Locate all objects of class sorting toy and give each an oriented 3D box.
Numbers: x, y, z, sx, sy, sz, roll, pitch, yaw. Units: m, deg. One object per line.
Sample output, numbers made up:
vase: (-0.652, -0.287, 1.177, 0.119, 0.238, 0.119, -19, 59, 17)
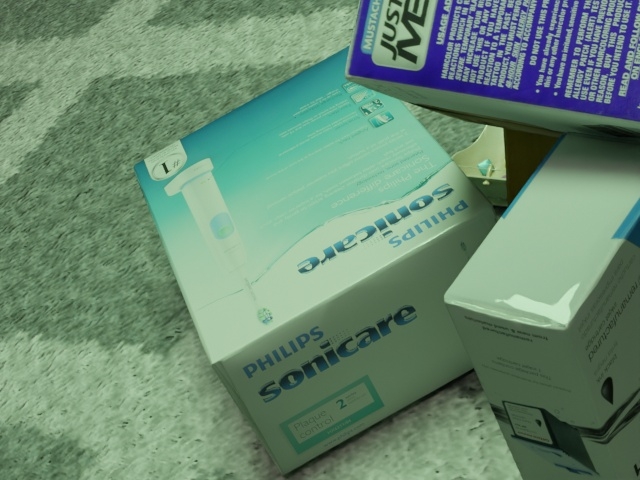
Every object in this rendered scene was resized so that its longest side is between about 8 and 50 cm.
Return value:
sorting toy: (0.150, -0.067, 0.967, 0.083, 0.045, 0.075, 9, 72, 41)

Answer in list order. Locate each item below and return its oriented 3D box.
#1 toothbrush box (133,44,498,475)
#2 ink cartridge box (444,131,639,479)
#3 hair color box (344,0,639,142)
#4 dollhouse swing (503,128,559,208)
toothbrush box: (0.000, 0.000, 0.936, 0.216, 0.126, 0.295, -30, 34, -2)
ink cartridge box: (0.161, 0.056, 0.698, 0.082, 0.191, 0.140, 12, 53, 42)
hair color box: (0.207, -0.103, 0.701, 0.338, 0.185, 0.110, 15, 95, 31)
dollhouse swing: (0.348, -0.119, 0.903, 0.346, 0.305, 0.315, -6, 83, 29)
